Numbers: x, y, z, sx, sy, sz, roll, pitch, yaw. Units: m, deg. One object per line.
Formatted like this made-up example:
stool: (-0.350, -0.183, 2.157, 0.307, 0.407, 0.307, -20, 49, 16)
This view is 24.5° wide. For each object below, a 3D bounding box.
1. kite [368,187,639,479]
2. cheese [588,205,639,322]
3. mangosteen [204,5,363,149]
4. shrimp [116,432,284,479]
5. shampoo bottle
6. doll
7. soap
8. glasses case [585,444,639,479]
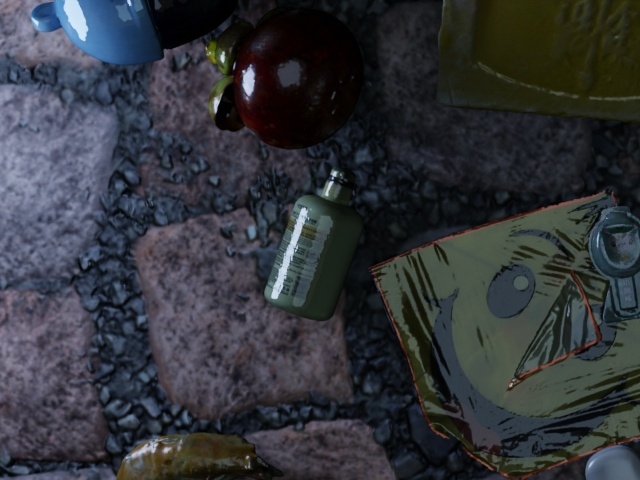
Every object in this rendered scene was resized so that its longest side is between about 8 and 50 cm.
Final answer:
kite: (0.233, 0.090, 1.578, 0.377, 0.013, 0.328, 29, 96, 5)
cheese: (0.318, 0.024, 1.551, 0.067, 0.026, 0.121, -9, 91, 5)
mangosteen: (-0.046, -0.181, 1.530, 0.181, 0.146, 0.156, 37, 62, 11)
shrimp: (-0.132, 0.272, 1.618, 0.187, 0.052, 0.133, -9, 104, 14)
shampoo bottle: (0.000, 0.000, 1.567, 0.079, 0.079, 0.162, 19, 94, 5)
doll: (-0.151, -0.278, 1.534, 0.314, 0.177, 0.141, -21, 134, -2)
soap: (0.277, -0.218, 1.480, 0.314, 0.091, 0.199, 8, 127, 6)
glasses case: (0.336, 0.294, 1.562, 0.063, 0.041, 0.164, -27, 93, 11)
